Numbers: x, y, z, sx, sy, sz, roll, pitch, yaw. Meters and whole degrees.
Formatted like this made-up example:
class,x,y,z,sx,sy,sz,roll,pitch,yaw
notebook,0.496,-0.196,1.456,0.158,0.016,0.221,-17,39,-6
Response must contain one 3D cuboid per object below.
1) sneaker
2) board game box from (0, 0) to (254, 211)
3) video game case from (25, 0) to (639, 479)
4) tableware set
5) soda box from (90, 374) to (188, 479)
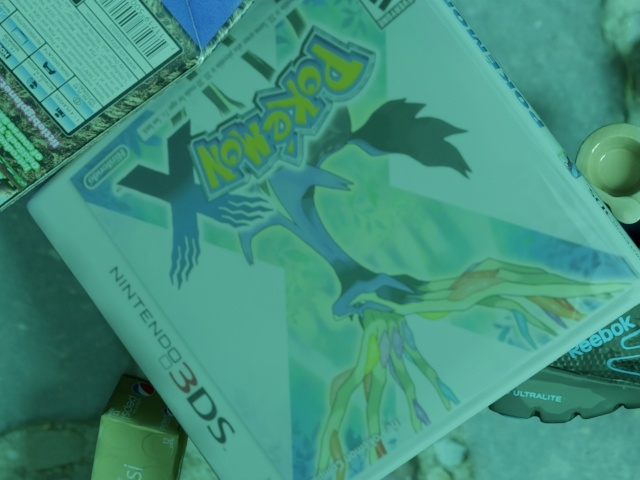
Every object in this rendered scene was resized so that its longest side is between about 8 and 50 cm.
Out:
class,x,y,z,sx,sy,sz,roll,pitch,yaw
sneaker,0.258,0.050,0.998,0.341,0.125,0.139,2,112,6
board game box,-0.213,-0.155,0.928,0.291,0.141,0.232,-30,108,35
video game case,0.000,0.000,1.008,0.329,0.036,0.300,-38,85,24
tableware set,0.242,-0.051,0.955,0.141,0.020,0.168,37,91,11
soda box,-0.143,0.196,1.176,0.061,0.058,0.181,15,119,2
